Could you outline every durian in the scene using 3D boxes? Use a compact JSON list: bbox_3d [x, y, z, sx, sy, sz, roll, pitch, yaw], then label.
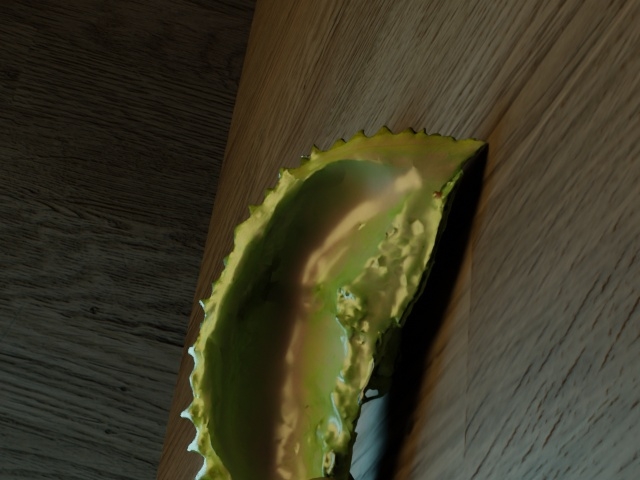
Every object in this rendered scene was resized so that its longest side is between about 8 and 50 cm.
[{"bbox_3d":[0.001,0.075,0.945,0.169,0.157,0.355,10,83,62],"label":"durian"}]

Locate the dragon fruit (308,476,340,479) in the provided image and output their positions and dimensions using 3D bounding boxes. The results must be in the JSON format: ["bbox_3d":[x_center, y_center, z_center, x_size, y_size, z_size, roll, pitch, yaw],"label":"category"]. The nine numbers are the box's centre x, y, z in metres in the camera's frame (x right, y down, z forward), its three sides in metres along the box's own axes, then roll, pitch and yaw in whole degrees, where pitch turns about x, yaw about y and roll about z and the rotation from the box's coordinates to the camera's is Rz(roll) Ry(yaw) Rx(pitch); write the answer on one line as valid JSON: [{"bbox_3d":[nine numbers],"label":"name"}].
[{"bbox_3d":[-0.014,0.283,0.569,0.307,0.227,0.243,-60,14,3],"label":"dragon fruit"}]

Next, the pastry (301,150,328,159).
[{"bbox_3d":[0.000,0.000,1.196,0.192,0.093,0.182,-103,33,-69],"label":"pastry"}]
